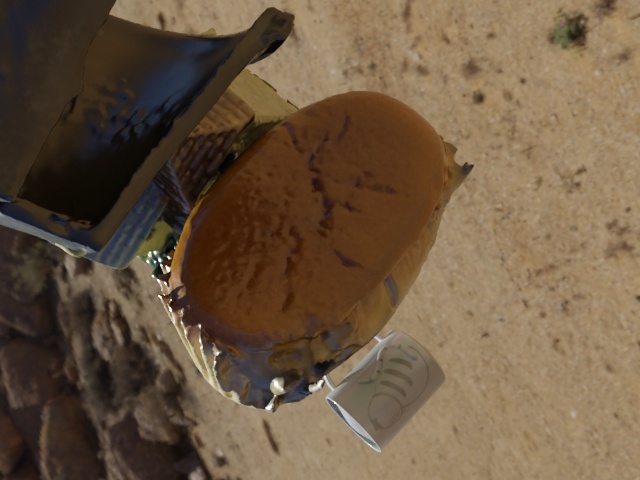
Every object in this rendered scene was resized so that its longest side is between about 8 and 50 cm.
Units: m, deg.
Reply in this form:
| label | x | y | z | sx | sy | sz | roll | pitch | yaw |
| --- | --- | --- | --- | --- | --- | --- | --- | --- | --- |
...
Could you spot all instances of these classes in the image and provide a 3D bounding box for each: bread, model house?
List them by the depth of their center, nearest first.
| label | x | y | z | sx | sy | sz | roll | pitch | yaw |
| --- | --- | --- | --- | --- | --- | --- | --- | --- | --- |
| bread | -0.012 | -0.004 | 0.923 | 0.236 | 0.389 | 0.183 | 26 | 152 | 22 |
| model house | -0.182 | -0.078 | 0.998 | 0.261 | 0.321 | 0.266 | 38 | -165 | 11 |

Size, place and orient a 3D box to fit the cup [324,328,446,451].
| label | x | y | z | sx | sy | sz | roll | pitch | yaw |
| --- | --- | --- | --- | --- | --- | --- | --- | --- | --- |
| cup | 0.074 | 0.179 | 1.050 | 0.136 | 0.133 | 0.099 | 52 | 166 | -23 |

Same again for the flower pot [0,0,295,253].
| label | x | y | z | sx | sy | sz | roll | pitch | yaw |
| --- | --- | --- | --- | --- | --- | --- | --- | --- | --- |
| flower pot | -0.237 | -0.148 | 0.633 | 0.379 | 0.379 | 0.251 | 164 | 127 | -73 |
